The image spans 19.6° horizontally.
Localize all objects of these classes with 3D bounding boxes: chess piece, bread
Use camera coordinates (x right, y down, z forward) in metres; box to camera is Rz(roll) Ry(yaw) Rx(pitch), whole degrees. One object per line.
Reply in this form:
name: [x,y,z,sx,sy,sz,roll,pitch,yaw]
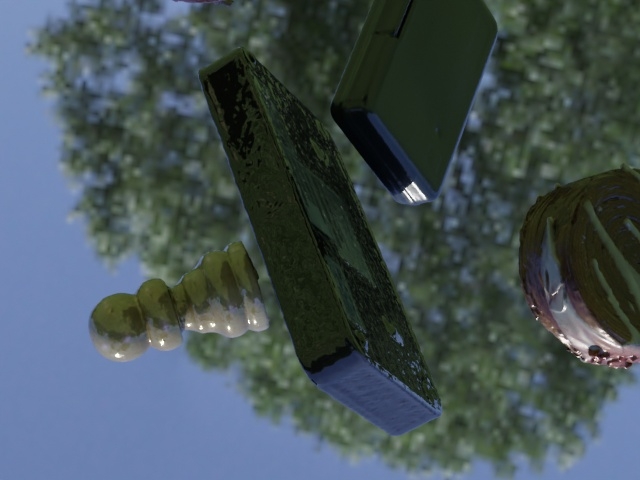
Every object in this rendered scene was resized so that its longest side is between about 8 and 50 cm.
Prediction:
chess piece: [-0.143,0.065,1.797,0.170,0.094,0.094,-16,-154,-8]
bread: [0.235,0.022,1.459,0.160,0.160,0.073,-6,171,-38]

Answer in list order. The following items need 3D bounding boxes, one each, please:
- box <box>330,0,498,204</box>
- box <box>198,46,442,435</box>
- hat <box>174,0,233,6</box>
box: [0.094,-0.164,1.762,0.050,0.160,0.230,-1,-126,36]
box: [0.000,0.000,1.684,0.211,0.058,0.350,37,-154,-56]
hat: [-0.026,-0.224,1.111,0.205,0.205,0.089,33,179,44]
